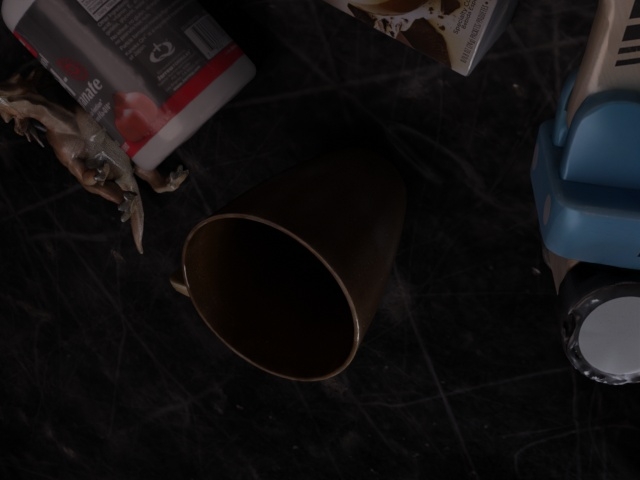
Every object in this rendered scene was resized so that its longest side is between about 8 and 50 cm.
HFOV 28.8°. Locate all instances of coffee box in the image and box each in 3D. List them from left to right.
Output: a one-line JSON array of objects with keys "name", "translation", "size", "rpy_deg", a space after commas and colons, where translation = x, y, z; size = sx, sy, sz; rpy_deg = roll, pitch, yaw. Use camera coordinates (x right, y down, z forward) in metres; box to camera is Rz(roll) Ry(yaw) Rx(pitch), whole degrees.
[{"name": "coffee box", "translation": [0.054, -0.308, 1.165], "size": [0.297, 0.119, 0.168], "rpy_deg": [30, 136, 11]}]

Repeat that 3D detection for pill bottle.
[{"name": "pill bottle", "translation": [-0.237, -0.246, 1.380], "size": [0.318, 0.176, 0.176], "rpy_deg": [47, 137, -7]}]

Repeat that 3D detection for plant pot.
[{"name": "plant pot", "translation": [0.000, 0.000, 1.376], "size": [0.215, 0.230, 0.215], "rpy_deg": [19, 133, 22]}]

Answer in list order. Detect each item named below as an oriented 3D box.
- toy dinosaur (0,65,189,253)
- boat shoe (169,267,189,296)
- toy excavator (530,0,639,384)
[{"name": "toy dinosaur", "translation": [-0.297, -0.121, 1.576], "size": [0.200, 0.127, 0.296], "rpy_deg": [18, 151, 37]}, {"name": "boat shoe", "translation": [-0.124, 0.076, 1.650], "size": [0.170, 0.063, 0.059], "rpy_deg": [12, 125, 26]}, {"name": "toy excavator", "translation": [0.275, -0.119, 1.051], "size": [0.432, 0.222, 0.445], "rpy_deg": [8, 118, 0]}]
